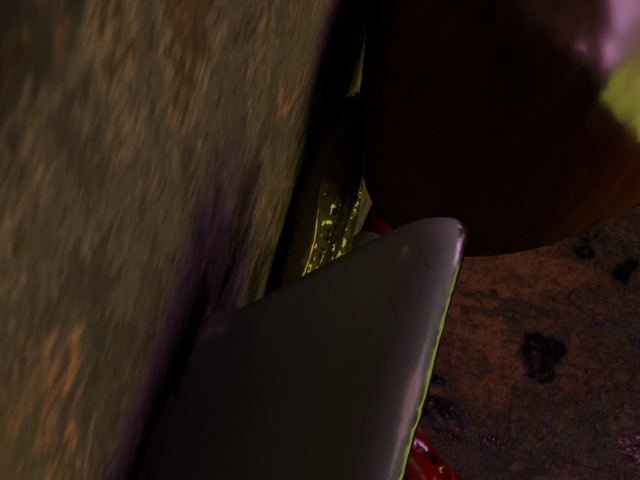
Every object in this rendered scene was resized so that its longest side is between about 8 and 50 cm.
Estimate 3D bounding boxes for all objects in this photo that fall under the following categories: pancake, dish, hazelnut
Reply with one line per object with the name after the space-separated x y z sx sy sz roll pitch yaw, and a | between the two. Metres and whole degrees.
0.000 0.000 0.726 0.139 0.022 0.139 15 90 -81 | pancake
-0.025 0.114 0.496 0.182 0.080 0.243 90 16 -76 | dish
0.097 -0.093 0.683 0.186 0.210 0.210 64 23 -20 | hazelnut

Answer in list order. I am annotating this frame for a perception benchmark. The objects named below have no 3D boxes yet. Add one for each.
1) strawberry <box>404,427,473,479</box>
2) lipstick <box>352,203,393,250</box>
0.025 0.201 0.880 0.234 0.178 0.234 18 90 -79 | strawberry
0.010 0.067 0.802 0.274 0.068 0.061 -66 171 -45 | lipstick
